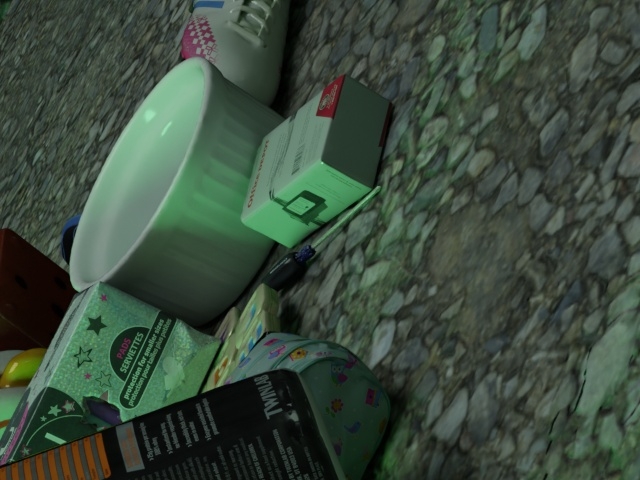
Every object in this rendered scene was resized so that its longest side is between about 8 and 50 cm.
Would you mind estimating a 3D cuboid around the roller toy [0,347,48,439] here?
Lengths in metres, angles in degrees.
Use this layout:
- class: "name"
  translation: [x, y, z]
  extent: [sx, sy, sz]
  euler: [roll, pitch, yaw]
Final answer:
- class: "roller toy"
  translation: [-0.318, 0.224, 1.929]
  extent: [0.209, 0.191, 0.146]
  euler: [-37, 24, 1]

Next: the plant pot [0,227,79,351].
- class: "plant pot"
  translation: [-0.377, 0.149, 2.097]
  extent: [0.236, 0.267, 0.267]
  euler: [-40, 27, 19]

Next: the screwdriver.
- class: "screwdriver"
  translation: [0.000, 0.000, 1.720]
  extent: [0.170, 0.024, 0.025]
  euler: [-42, -1, 37]

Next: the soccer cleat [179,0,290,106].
- class: "soccer cleat"
  translation: [-0.089, -0.264, 2.114]
  extent: [0.143, 0.116, 0.331]
  euler: [-54, 22, 20]

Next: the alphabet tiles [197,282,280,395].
- class: "alphabet tiles"
  translation: [-0.112, 0.180, 1.707]
  extent: [0.284, 0.021, 0.278]
  euler: [-60, 12, 14]

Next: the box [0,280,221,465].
- class: "box"
  translation: [-0.223, 0.181, 1.784]
  extent: [0.247, 0.142, 0.163]
  euler: [-66, 11, -12]

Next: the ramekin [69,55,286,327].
- class: "ramekin"
  translation: [-0.137, -0.043, 1.926]
  extent: [0.277, 0.135, 0.277]
  euler: [-48, 25, 32]

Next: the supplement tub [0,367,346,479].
- class: "supplement tub"
  translation: [-0.131, 0.225, 1.272]
  extent: [0.316, 0.193, 0.193]
  euler: [-19, 24, -4]

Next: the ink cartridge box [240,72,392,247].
- class: "ink cartridge box"
  translation: [-0.005, -0.075, 1.763]
  extent: [0.150, 0.063, 0.109]
  euler: [-35, 33, 49]

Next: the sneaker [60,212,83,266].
- class: "sneaker"
  translation: [-0.264, 0.016, 2.216]
  extent: [0.232, 0.081, 0.090]
  euler: [148, 133, -61]

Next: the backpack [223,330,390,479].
- class: "backpack"
  translation: [-0.028, 0.164, 1.442]
  extent: [0.115, 0.152, 0.182]
  euler: [14, 72, 53]
